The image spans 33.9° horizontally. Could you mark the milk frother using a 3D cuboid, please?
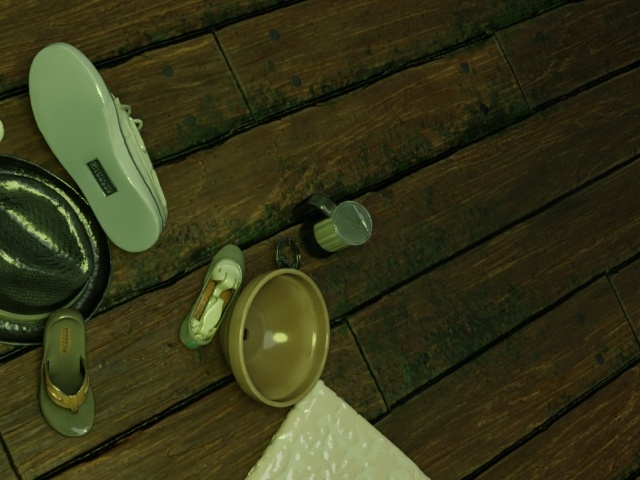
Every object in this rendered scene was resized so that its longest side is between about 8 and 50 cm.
[{"bbox_3d":[0.000,0.000,1.932,0.129,0.135,0.143,25,66,-21],"label":"milk frother"}]

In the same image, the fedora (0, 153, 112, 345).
[{"bbox_3d":[-0.470,0.002,1.654,0.334,0.152,0.334,7,74,-28],"label":"fedora"}]

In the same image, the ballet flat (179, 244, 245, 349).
[{"bbox_3d":[-0.177,0.096,1.846,0.072,0.068,0.213,34,63,-18],"label":"ballet flat"}]

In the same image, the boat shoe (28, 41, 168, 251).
[{"bbox_3d":[-0.353,-0.170,1.768,0.367,0.136,0.156,62,18,-16],"label":"boat shoe"}]

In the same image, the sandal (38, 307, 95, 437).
[{"bbox_3d":[-0.395,0.216,1.659,0.090,0.060,0.219,-3,108,-26],"label":"sandal"}]

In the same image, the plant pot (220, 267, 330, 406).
[{"bbox_3d":[-0.097,0.166,1.827,0.237,0.110,0.237,0,90,-52],"label":"plant pot"}]

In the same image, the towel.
[{"bbox_3d":[0.013,0.469,1.869,0.317,0.053,0.332,43,62,-15],"label":"towel"}]

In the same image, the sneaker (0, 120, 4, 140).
[{"bbox_3d":[-0.585,-0.212,1.685,0.170,0.068,0.071,46,47,-12],"label":"sneaker"}]
